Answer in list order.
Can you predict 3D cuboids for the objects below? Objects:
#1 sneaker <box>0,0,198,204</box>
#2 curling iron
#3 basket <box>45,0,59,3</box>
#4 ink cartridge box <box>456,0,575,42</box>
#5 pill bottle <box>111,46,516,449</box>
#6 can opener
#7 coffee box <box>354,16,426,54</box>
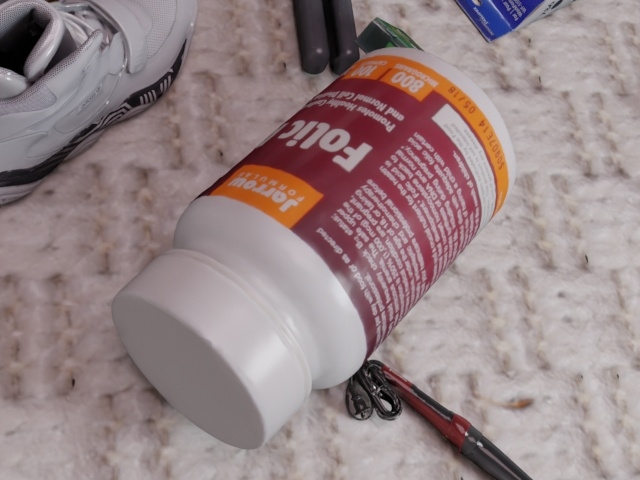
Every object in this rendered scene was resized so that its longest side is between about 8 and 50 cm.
[{"bbox_3d":[-0.238,-0.200,1.010,0.137,0.210,0.366,40,60,2],"label":"sneaker"},{"bbox_3d":[0.139,0.213,1.043,0.274,0.035,0.068,34,64,0],"label":"curling iron"},{"bbox_3d":[-0.241,-0.430,1.117,0.299,0.213,0.223,-31,79,-29],"label":"basket"},{"bbox_3d":[0.309,-0.402,1.381,0.333,0.065,0.165,-31,79,-27],"label":"ink cartridge box"},{"bbox_3d":[0.000,0.000,0.988,0.224,0.224,0.392,43,59,4],"label":"pill bottle"},{"bbox_3d":[0.004,-0.340,1.226,0.076,0.095,0.283,1,65,-18],"label":"can opener"},{"bbox_3d":[0.106,-0.199,1.160,0.113,0.184,0.040,43,104,4],"label":"coffee box"}]
